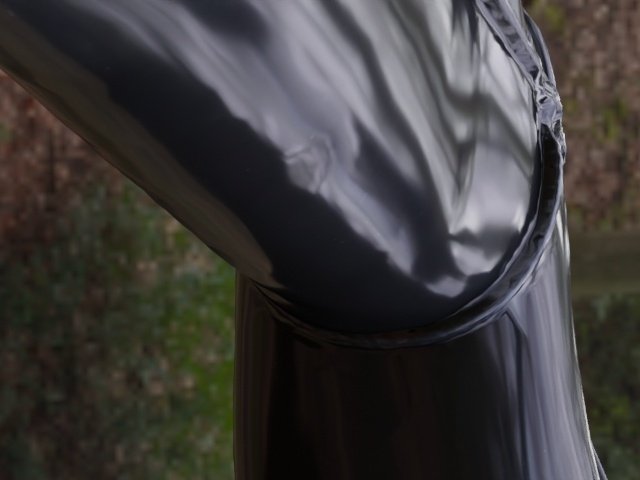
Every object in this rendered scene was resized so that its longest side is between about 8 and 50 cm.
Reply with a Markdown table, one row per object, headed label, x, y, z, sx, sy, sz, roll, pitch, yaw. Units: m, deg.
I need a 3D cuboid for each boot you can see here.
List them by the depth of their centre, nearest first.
| label | x | y | z | sx | sy | sz | roll | pitch | yaw |
| --- | --- | --- | --- | --- | --- | --- | --- | --- | --- |
| boot | -0.001 | -0.002 | 0.521 | 0.445 | 0.146 | 0.367 | 65 | 18 | -68 |
